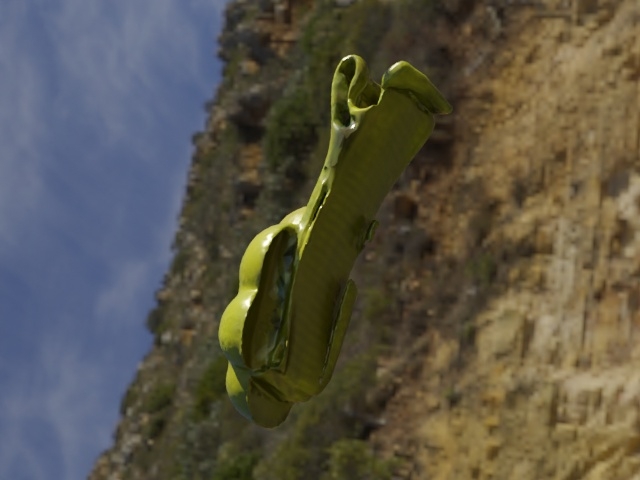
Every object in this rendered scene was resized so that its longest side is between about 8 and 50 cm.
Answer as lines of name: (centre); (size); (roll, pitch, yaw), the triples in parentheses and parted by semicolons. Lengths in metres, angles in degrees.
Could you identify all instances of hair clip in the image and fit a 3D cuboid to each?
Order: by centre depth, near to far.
hair clip: (0.000, 0.000, 0.596); (0.072, 0.046, 0.173); (37, -107, -53)
